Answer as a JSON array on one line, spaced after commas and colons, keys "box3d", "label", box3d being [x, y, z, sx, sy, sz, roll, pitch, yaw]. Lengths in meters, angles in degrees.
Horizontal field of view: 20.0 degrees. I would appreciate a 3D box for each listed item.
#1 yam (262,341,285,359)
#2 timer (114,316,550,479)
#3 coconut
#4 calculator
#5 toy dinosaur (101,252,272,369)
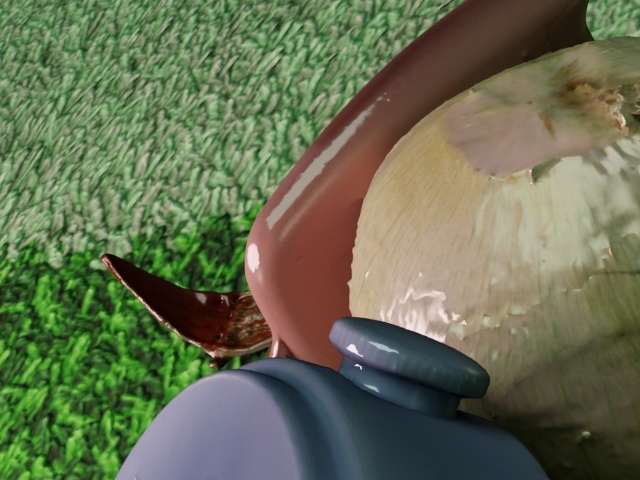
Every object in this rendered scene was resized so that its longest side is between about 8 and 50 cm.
[{"box3d": [0.017, 0.040, 1.213, 0.071, 0.067, 0.317, 24, 85, 48], "label": "yam"}, {"box3d": [-0.004, 0.225, 0.862, 0.395, 0.173, 0.395, -52, 28, 42], "label": "timer"}, {"box3d": [0.160, 0.020, 1.021, 0.297, 0.254, 0.297, -24, 37, 19], "label": "coconut"}, {"box3d": [0.089, -0.023, 1.170, 0.330, 0.220, 0.048, -43, 38, -16], "label": "calculator"}, {"box3d": [-0.003, -0.004, 1.337, 0.327, 0.113, 0.206, 0, 46, 46], "label": "toy dinosaur"}]
